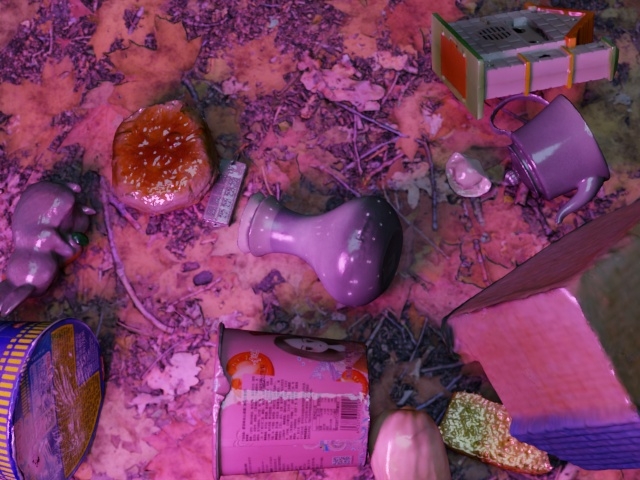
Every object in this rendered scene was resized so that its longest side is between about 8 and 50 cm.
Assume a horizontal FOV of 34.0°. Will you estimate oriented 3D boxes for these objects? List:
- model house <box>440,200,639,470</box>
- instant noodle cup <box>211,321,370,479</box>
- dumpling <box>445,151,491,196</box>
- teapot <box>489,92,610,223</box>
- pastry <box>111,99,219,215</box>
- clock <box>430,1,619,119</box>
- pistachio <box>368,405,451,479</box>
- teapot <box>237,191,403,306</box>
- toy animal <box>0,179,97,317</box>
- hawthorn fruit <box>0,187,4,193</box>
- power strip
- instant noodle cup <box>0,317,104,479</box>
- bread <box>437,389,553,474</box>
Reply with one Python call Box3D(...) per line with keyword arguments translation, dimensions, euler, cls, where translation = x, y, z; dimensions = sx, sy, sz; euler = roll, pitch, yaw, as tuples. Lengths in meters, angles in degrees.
Box3D(translation=(0.456, 0.156, 1.547), dimensions=(0.382, 0.335, 0.342), euler=(-31, 91, -29), cls="model house")
Box3D(translation=(-0.046, 0.245, 1.599), dimensions=(0.231, 0.243, 0.242), euler=(1, 74, -3), cls="instant noodle cup")
Box3D(translation=(0.248, -0.109, 1.777), dimensions=(0.076, 0.057, 0.052), euler=(30, 38, -12), cls="dumpling")
Box3D(translation=(0.367, -0.142, 1.728), dimensions=(0.149, 0.162, 0.239), euler=(-31, 69, 7), cls="teapot")
Box3D(translation=(-0.268, -0.137, 1.787), dimensions=(0.182, 0.093, 0.192), euler=(-14, 70, 1), cls="pastry")
Box3D(translation=(0.339, -0.310, 1.747), dimensions=(0.255, 0.106, 0.219), euler=(-11, 34, -10), cls="clock")
Box3D(translation=(0.131, 0.343, 1.584), dimensions=(0.117, 0.200, 0.145), euler=(7, 29, 36), cls="pistachio")
Box3D(translation=(0.000, 0.000, 1.702), dimensions=(0.251, 0.183, 0.183), euler=(14, 75, 20), cls="teapot")
Box3D(translation=(-0.470, 0.025, 1.732), dimensions=(0.127, 0.125, 0.251), euler=(-4, 56, 45), cls="toy animal")
Box3D(translation=(-0.663, -0.081, 1.731), dimensions=(0.272, 0.242, 0.241), euler=(6, 74, -4), cls="hawthorn fruit")
Box3D(translation=(-0.162, -0.089, 1.805), dimensions=(0.051, 0.019, 0.136), euler=(14, 76, 10), cls="power strip")
Box3D(translation=(-0.539, 0.233, 1.626), dimensions=(0.313, 0.284, 0.284), euler=(7, 74, 15), cls="instant noodle cup")
Box3D(translation=(0.276, 0.303, 1.643), dimensions=(0.188, 0.065, 0.103), euler=(12, 74, 9), cls="bread")
